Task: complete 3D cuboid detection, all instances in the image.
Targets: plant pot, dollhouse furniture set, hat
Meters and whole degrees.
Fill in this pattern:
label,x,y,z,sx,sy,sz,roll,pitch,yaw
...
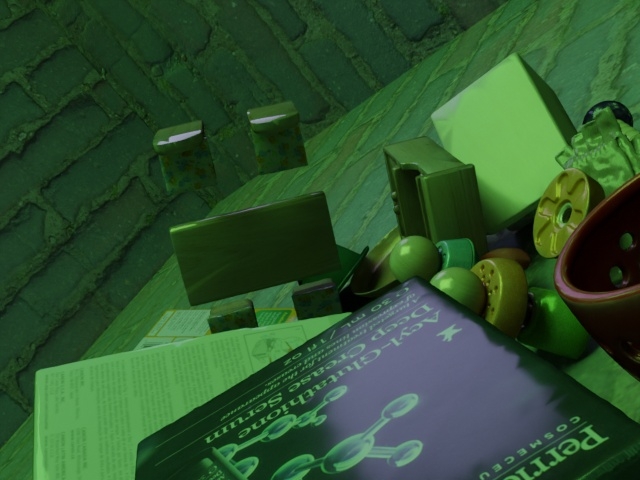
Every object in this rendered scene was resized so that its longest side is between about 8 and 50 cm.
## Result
label,x,y,z,sx,sy,sz,roll,pitch,yaw
plant pot,0.149,0.018,1.426,0.236,0.032,0.236,-38,14,12
dollhouse furniture set,0.000,0.000,1.167,0.394,0.362,0.256,-14,18,-3
plant pot,0.297,0.039,0.625,0.191,0.174,0.191,-39,14,12
hat,-0.035,0.024,1.470,0.173,0.184,0.208,-53,-1,-40

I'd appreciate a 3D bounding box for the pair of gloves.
label,x,y,z,sx,sy,sz,roll,pitch,yaw
pair of gloves,0.374,-0.088,0.906,0.240,0.042,0.204,-39,52,29

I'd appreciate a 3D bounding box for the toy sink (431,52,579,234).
label,x,y,z,sx,sy,sz,roll,pitch,yaw
toy sink,0.278,-0.111,1.180,0.153,0.131,0.234,-37,48,24

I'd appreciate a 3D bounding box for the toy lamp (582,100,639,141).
label,x,y,z,sx,sy,sz,roll,pitch,yaw
toy lamp,0.397,-0.122,1.069,0.080,0.080,0.274,-39,14,12

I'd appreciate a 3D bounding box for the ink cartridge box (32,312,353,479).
label,x,y,z,sx,sy,sz,roll,pitch,yaw
ink cartridge box,-0.109,0.234,0.923,0.385,0.091,0.308,-10,37,-10

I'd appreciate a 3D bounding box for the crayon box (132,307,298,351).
label,x,y,z,sx,sy,sz,roll,pitch,yaw
crayon box,-0.156,0.200,1.399,0.323,0.083,0.203,-4,30,26

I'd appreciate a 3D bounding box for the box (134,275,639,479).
label,x,y,z,sx,sy,sz,roll,pitch,yaw
box,0.046,0.217,0.587,0.294,0.212,0.395,-31,13,-5

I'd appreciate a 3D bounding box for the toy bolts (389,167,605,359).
label,x,y,z,sx,sy,sz,roll,pitch,yaw
toy bolts,0.179,0.014,0.939,0.228,0.159,0.218,175,111,-74
